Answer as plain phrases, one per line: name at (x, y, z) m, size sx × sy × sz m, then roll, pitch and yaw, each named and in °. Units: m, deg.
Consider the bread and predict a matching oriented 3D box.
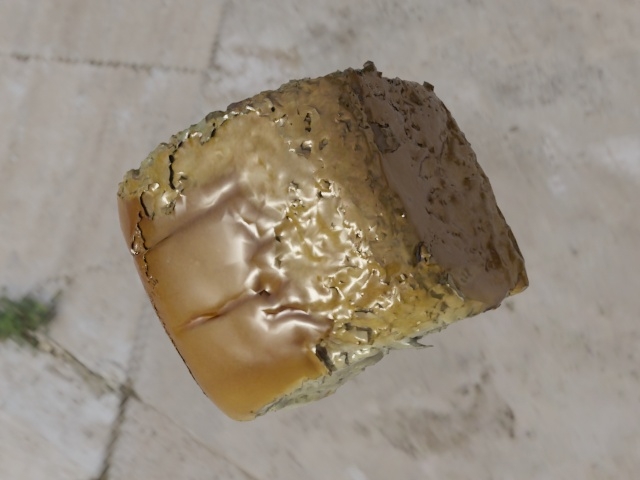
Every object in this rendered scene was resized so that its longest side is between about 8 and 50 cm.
bread at (0.000, 0.001, 0.453) m, size 0.083 × 0.077 × 0.070 m, roll -29°, pitch 78°, yaw 29°
